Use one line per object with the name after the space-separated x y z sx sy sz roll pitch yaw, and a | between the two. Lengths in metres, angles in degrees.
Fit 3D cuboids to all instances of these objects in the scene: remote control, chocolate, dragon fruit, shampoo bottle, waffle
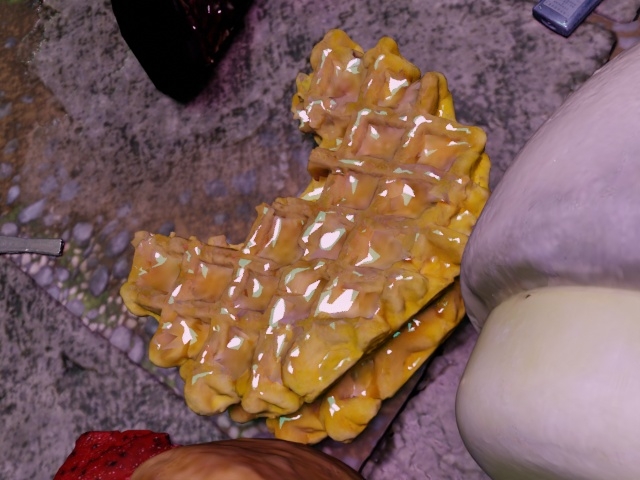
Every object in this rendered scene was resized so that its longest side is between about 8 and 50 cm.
0.266 -0.260 0.691 0.043 0.027 0.152 43 89 20 | remote control
-0.126 -0.248 0.763 0.133 0.156 0.156 -33 63 -27 | chocolate
-0.181 0.214 0.643 0.131 0.063 0.097 -6 71 15 | dragon fruit
0.251 0.037 0.437 0.322 0.322 0.317 21 66 22 | shampoo bottle
0.000 0.000 0.614 0.261 0.151 0.324 39 89 27 | waffle

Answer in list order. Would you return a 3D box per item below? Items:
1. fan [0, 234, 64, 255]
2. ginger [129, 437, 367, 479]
-0.429 -0.002 0.817 0.335 0.011 0.229 2 72 17 | fan
-0.033 0.230 0.498 0.200 0.223 0.269 28 120 14 | ginger
